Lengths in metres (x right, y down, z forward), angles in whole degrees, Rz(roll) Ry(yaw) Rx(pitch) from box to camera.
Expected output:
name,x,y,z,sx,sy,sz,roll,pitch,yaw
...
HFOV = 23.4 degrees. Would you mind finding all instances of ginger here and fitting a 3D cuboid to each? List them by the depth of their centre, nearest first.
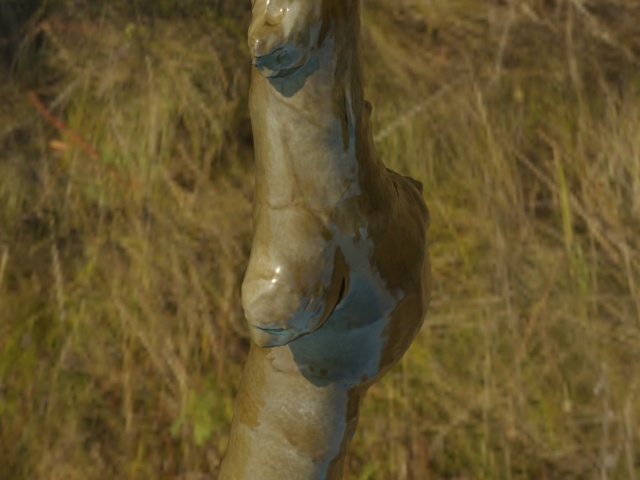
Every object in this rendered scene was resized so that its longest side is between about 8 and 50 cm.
name,x,y,z,sx,sy,sz,roll,pitch,yaw
ginger,0.000,0.000,0.692,0.081,0.148,0.333,29,139,32
